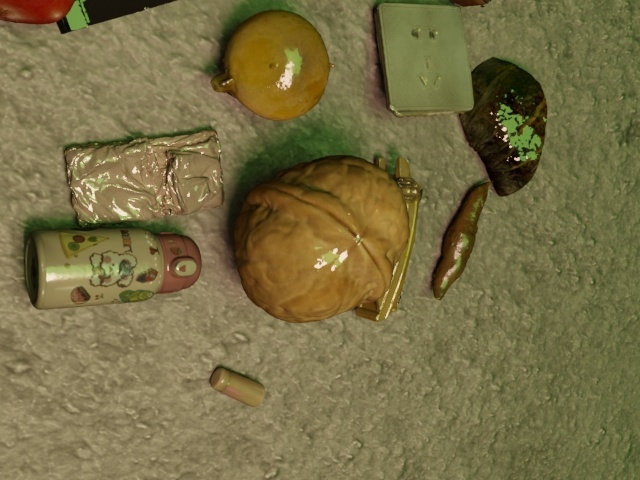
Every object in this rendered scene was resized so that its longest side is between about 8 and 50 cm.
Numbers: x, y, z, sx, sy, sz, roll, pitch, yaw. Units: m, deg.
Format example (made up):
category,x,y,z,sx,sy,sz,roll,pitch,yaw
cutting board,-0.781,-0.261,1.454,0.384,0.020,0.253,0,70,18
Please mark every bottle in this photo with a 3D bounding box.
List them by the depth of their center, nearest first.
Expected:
category,x,y,z,sx,sy,sz,roll,pitch,yaw
bottle,-0.304,0.037,1.118,0.253,0.120,0.120,-3,102,-31
bottle,-0.147,0.259,1.310,0.096,0.045,0.045,32,83,-30

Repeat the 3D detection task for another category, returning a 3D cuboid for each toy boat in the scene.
category,x,y,z,sx,sy,sz,roll,pitch,yaw
toy boat,0.110,-0.003,1.385,0.115,0.089,0.310,8,96,-42

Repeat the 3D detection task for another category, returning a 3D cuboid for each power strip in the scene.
category,x,y,z,sx,sy,sz,roll,pitch,yaw
power strip,0.185,-0.331,1.378,0.198,0.064,0.213,-6,90,-29

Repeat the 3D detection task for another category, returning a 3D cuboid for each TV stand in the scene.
category,x,y,z,sx,sy,sz,roll,pitch,yaw
TV stand,-0.267,-0.366,1.100,0.256,0.040,0.049,-26,113,-25

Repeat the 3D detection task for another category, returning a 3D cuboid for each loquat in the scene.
category,x,y,z,sx,sy,sz,roll,pitch,yaw
loquat,-0.077,-0.274,1.176,0.204,0.149,0.172,-23,116,-14

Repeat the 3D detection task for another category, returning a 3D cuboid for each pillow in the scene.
category,x,y,z,sx,sy,sz,roll,pitch,yaw
pillow,-0.265,-0.095,1.157,0.248,0.049,0.135,-10,110,-27

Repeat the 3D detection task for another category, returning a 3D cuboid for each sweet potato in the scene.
category,x,y,z,sx,sy,sz,roll,pitch,yaw
sweet potato,0.289,-0.005,1.516,0.067,0.067,0.273,27,85,-33

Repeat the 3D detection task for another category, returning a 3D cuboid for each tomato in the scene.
category,x,y,z,sx,sy,sz,roll,pitch,yaw
tomato,-0.400,-0.380,0.970,0.166,0.082,0.174,8,88,-16

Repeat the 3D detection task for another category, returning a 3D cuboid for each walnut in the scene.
category,x,y,z,sx,sy,sz,roll,pitch,yaw
walnut,-0.002,-0.002,1.187,0.277,0.313,0.252,-18,93,-21

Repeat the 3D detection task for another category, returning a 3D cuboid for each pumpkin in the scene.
category,x,y,z,sx,sy,sz,roll,pitch,yaw
pumpkin,0.359,-0.227,1.486,0.163,0.111,0.278,6,98,-28

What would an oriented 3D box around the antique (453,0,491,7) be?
category,x,y,z,sx,sy,sz,roll,pitch,yaw
antique,0.189,-0.529,1.319,0.310,0.093,0.087,23,88,-33
